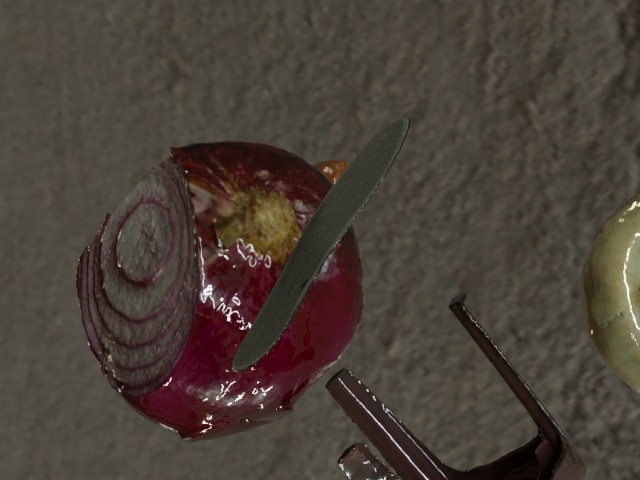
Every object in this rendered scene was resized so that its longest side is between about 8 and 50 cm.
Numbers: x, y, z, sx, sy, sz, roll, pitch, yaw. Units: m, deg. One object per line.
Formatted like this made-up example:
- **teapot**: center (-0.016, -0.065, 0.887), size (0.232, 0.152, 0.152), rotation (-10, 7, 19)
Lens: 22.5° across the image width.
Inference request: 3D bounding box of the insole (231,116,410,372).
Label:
- **insole**: center (0.000, 0.000, 1.105), size (0.003, 0.232, 0.080), rotation (42, 149, -18)

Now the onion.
- **onion**: center (-0.064, 0.047, 1.324), size (0.216, 0.207, 0.206), rotation (-40, 59, 52)

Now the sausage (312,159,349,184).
- **sausage**: center (-0.031, -0.028, 1.820), size (0.197, 0.076, 0.076), rotation (-30, 90, 41)

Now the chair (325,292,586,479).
- **chair**: center (0.127, 0.235, 1.168), size (0.326, 0.183, 0.175), rotation (49, 133, -8)

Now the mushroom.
- **mushroom**: center (0.247, 0.035, 1.055), size (0.154, 0.154, 0.122), rotation (55, 174, 7)
